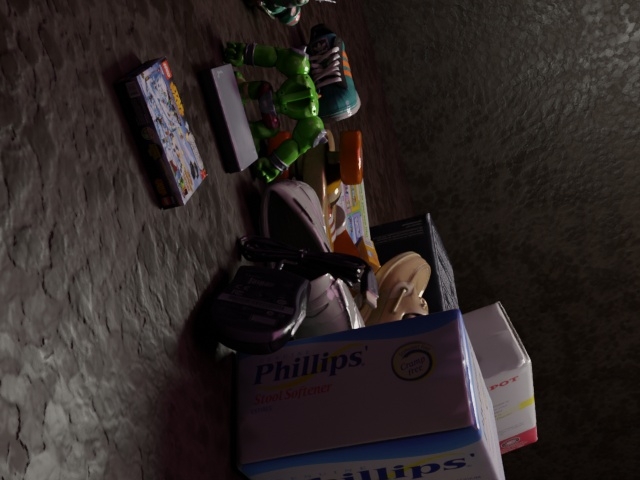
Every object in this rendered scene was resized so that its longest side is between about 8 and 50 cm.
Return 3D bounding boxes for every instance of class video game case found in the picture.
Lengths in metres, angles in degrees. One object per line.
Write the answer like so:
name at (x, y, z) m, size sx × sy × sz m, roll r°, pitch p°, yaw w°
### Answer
video game case at (0.044, -0.052, 1.552) m, size 0.193 × 0.023 × 0.212 m, roll -23°, pitch 107°, yaw -64°

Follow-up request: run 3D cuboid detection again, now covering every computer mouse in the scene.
computer mouse at (-0.026, 0.077, 0.947) m, size 0.262 × 0.184 × 0.060 m, roll -78°, pitch 178°, yaw -67°

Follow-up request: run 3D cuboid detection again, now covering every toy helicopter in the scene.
toy helicopter at (0.000, 0.000, 1.303) m, size 0.235 × 0.140 × 0.355 m, roll 50°, pitch 39°, yaw -82°

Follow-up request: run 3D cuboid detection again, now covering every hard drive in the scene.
hard drive at (-0.120, -0.163, 1.080) m, size 0.094 × 0.022 × 0.135 m, roll -61°, pitch 137°, yaw -71°

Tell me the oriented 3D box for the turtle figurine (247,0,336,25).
turtle figurine at (-0.073, -0.425, 1.329) m, size 0.234 × 0.118 × 0.175 m, roll 42°, pitch 20°, yaw -44°

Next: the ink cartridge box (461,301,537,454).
ink cartridge box at (0.294, 0.329, 1.726) m, size 0.385 × 0.279 × 0.160 m, roll 69°, pitch 1°, yaw -51°

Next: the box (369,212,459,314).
box at (0.222, 0.144, 1.915) m, size 0.296 × 0.182 × 0.294 m, roll 55°, pitch 25°, yaw -56°

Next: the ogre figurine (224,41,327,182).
ogre figurine at (-0.059, -0.191, 1.156) m, size 0.097 × 0.118 × 0.197 m, roll 36°, pitch 44°, yaw -72°

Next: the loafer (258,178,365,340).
loafer at (-0.017, 0.071, 1.133) m, size 0.319 × 0.112 × 0.111 m, roll 70°, pitch 17°, yaw 3°

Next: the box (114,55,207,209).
box at (-0.161, -0.112, 0.840) m, size 0.094 × 0.027 × 0.137 m, roll -71°, pitch 147°, yaw -64°

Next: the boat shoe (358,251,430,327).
boat shoe at (0.121, 0.136, 1.328) m, size 0.341 × 0.110 × 0.122 m, roll -48°, pitch 145°, yaw -47°

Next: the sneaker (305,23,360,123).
sneaker at (0.008, -0.341, 1.648) m, size 0.302 × 0.108 × 0.121 m, roll -98°, pitch 169°, yaw -56°

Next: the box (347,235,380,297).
box at (0.045, 0.066, 1.386) m, size 0.028 × 0.136 × 0.081 m, roll 31°, pitch 23°, yaw -23°

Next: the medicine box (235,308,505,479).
medicine box at (0.070, 0.229, 0.980) m, size 0.289 × 0.263 × 0.149 m, roll 60°, pitch 21°, yaw -53°
